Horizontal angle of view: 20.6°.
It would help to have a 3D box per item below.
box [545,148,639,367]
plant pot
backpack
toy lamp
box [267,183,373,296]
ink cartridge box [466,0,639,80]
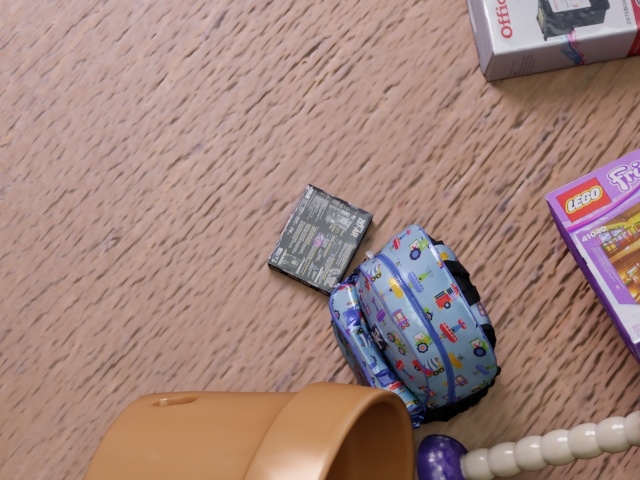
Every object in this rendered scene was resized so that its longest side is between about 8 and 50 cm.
[{"bbox_3d":[0.355,-0.026,1.441,0.293,0.057,0.201,-26,41,3],"label":"box"},{"bbox_3d":[-0.067,0.239,1.410,0.203,0.291,0.291,12,76,20],"label":"plant pot"},{"bbox_3d":[0.080,0.073,1.488,0.117,0.173,0.158,-27,78,-7],"label":"backpack"},{"bbox_3d":[0.212,0.164,1.447,0.274,0.080,0.080,-16,74,29],"label":"toy lamp"},{"bbox_3d":[0.000,0.000,1.585,0.067,0.018,0.083,25,77,6],"label":"box"},{"bbox_3d":[0.225,-0.228,1.614,0.175,0.072,0.127,-11,77,-3],"label":"ink cartridge box"}]
